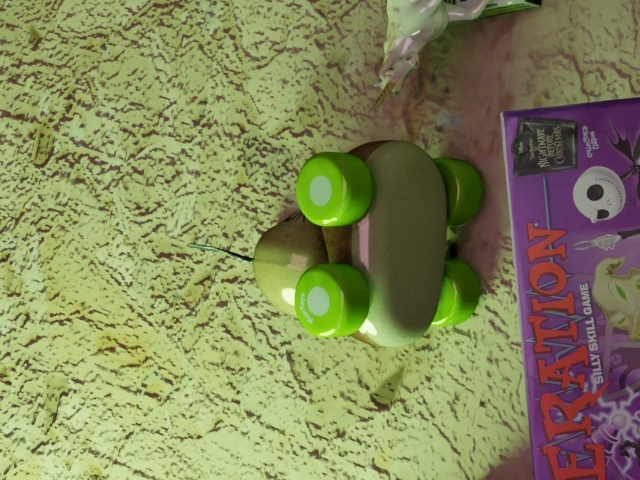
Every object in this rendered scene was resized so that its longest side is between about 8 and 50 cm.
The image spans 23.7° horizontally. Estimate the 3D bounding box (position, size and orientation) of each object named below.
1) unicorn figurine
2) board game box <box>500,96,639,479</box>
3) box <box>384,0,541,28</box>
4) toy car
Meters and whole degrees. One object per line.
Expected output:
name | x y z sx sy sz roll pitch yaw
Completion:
unicorn figurine | 0.069 -0.178 1.097 0.111 0.060 0.162 -36 58 26
board game box | 0.238 0.076 1.011 0.208 0.056 0.347 -6 88 13
box | 0.095 -0.266 1.129 0.114 0.036 0.207 -7 88 30
toy car | 0.000 0.000 1.135 0.188 0.155 0.149 3 93 42
